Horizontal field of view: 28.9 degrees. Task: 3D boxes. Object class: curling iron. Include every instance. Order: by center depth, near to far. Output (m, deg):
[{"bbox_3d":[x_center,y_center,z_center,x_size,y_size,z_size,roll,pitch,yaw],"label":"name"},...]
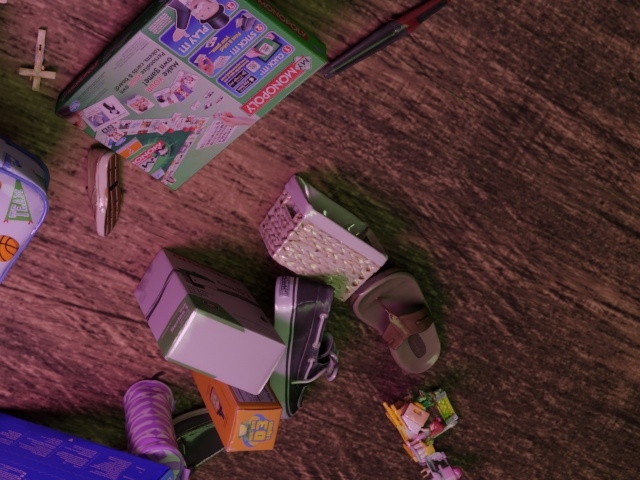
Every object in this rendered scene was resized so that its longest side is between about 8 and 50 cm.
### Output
[{"bbox_3d":[0.112,-0.322,1.790,0.274,0.035,0.068,-38,118,1],"label":"curling iron"}]

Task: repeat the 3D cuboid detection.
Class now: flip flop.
[{"bbox_3d":[0.134,0.139,1.977,0.112,0.080,0.277,-34,136,-3],"label":"flip flop"}]

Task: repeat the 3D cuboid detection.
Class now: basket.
[{"bbox_3d":[0.000,0.000,1.873,0.167,0.113,0.103,34,105,-30],"label":"basket"}]

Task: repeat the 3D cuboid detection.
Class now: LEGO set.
[{"bbox_3d":[0.183,0.297,2.076,0.107,0.132,0.287,-32,144,-8],"label":"LEGO set"}]

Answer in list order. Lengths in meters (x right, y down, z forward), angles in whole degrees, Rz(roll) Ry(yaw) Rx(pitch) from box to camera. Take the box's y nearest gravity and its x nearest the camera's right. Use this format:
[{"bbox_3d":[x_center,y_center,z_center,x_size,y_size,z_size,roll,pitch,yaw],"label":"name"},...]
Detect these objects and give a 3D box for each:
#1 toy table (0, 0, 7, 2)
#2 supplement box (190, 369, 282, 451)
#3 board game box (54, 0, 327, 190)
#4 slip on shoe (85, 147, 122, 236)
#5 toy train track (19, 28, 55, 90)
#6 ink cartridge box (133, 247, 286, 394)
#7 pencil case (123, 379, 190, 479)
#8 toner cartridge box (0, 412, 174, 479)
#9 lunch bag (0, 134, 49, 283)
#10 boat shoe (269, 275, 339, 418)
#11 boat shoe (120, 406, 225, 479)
[{"bbox_3d":[-0.466,-0.302,1.491,0.160,0.252,0.274,12,127,-7],"label":"toy table"},{"bbox_3d":[-0.130,0.222,1.867,0.080,0.233,0.078,5,115,-21],"label":"supplement box"},{"bbox_3d":[-0.176,-0.216,1.666,0.213,0.046,0.317,34,125,-31],"label":"board game box"},{"bbox_3d":[-0.314,-0.070,1.769,0.041,0.051,0.135,17,125,16],"label":"slip on shoe"},{"bbox_3d":[-0.380,-0.244,1.672,0.048,0.014,0.083,6,108,-14],"label":"toy train track"},{"bbox_3d":[-0.165,0.114,1.811,0.160,0.219,0.093,25,102,-29],"label":"ink cartridge box"},{"bbox_3d":[-0.251,0.293,1.881,0.088,0.206,0.086,6,116,-17],"label":"pencil case"},{"bbox_3d":[-0.394,0.352,1.769,0.165,0.347,0.075,-44,138,-49],"label":"toner cartridge box"},{"bbox_3d":[-0.499,-0.032,1.570,0.243,0.115,0.303,30,111,-27],"label":"lunch bag"},{"bbox_3d":[-0.022,0.171,1.910,0.104,0.113,0.306,5,131,0],"label":"boat shoe"},{"bbox_3d":[-0.252,0.361,1.978,0.285,0.092,0.103,-23,121,-7],"label":"boat shoe"}]
